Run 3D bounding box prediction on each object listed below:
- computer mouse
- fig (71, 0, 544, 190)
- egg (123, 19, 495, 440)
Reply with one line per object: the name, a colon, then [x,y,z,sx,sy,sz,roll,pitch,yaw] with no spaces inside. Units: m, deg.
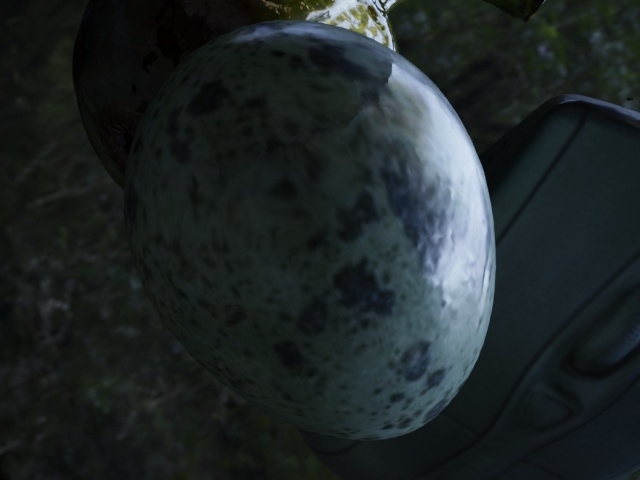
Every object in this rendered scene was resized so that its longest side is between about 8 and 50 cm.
computer mouse: [0.104,0.056,0.921,0.188,0.122,0.371,27,-42,-19]
fig: [0.009,-0.092,0.810,0.149,0.245,0.149,37,-38,35]
egg: [0.000,0.000,0.662,0.132,0.132,0.172,9,-47,48]
